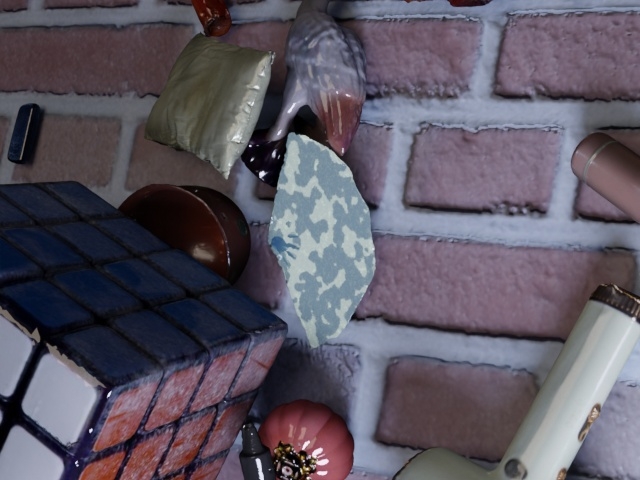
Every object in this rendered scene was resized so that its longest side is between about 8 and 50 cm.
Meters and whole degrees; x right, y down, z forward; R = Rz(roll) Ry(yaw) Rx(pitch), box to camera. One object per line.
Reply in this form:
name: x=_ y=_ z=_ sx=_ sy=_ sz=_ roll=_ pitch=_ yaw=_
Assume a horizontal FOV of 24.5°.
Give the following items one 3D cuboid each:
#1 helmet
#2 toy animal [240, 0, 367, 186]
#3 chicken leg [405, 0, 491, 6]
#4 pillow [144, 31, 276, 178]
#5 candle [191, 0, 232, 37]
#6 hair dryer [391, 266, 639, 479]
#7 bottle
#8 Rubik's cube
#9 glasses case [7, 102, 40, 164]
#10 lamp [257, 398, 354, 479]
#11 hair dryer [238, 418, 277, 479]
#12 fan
helmet: x=-0.148 y=0.002 z=1.685 sx=0.175 sy=0.106 sz=0.155 roll=-12 pitch=96 yaw=33
toy animal: x=-0.003 y=-0.214 z=1.651 sx=0.195 sy=0.090 sz=0.324 roll=23 pitch=92 yaw=43
chicken leg: x=0.091 y=-0.357 z=1.618 sx=0.177 sy=0.083 sz=0.322 roll=-38 pitch=60 yaw=9
pillow: x=-0.125 y=-0.160 z=1.683 sx=0.230 sy=0.050 sz=0.148 roll=26 pitch=100 yaw=58
candle: x=-0.144 y=-0.321 z=1.808 sx=0.048 sy=0.053 sz=0.162 roll=-32 pitch=59 yaw=18
hair dryer: x=0.218 y=0.187 z=1.384 sx=0.203 sy=0.128 sz=0.362 roll=27 pitch=86 yaw=38
bottle: x=0.304 y=-0.051 z=1.413 sx=0.140 sy=0.053 sz=0.053 roll=42 pitch=103 yaw=35
Rubik's cube: x=-0.297 y=0.162 z=1.533 sx=0.337 sy=0.344 sz=0.343 roll=34 pitch=108 yaw=21
glasses case: x=-0.391 y=-0.141 z=1.951 sx=0.033 sy=0.023 sz=0.083 roll=5 pitch=79 yaw=41
lamp: x=-0.016 y=0.219 z=1.544 sx=0.108 sy=0.092 sz=0.107 roll=10 pitch=116 yaw=22
hair dryer: x=-0.063 y=0.304 z=1.514 sx=0.114 sy=0.070 sz=0.248 roll=-7 pitch=103 yaw=34
fan: x=0.000 y=0.000 z=1.603 sx=0.131 sy=0.009 sz=0.240 roll=-3 pitch=95 yaw=30
